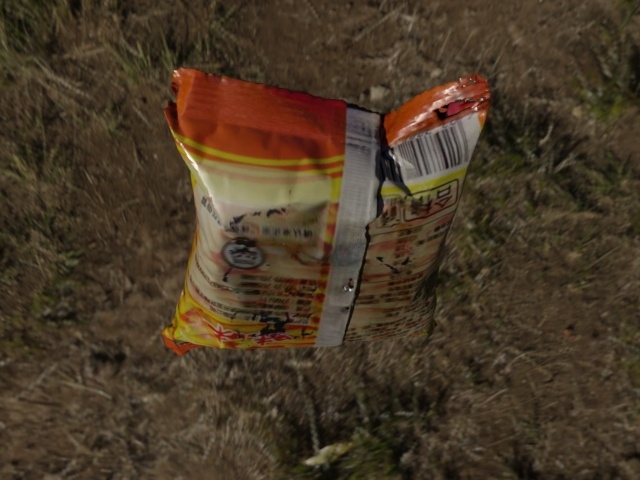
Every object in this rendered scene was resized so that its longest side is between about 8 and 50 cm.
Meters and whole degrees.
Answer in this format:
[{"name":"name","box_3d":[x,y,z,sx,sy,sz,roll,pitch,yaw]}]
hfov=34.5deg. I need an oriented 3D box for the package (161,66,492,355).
[{"name":"package","box_3d":[-0.007,0.001,0.737,0.223,0.288,0.108,-1,46,-6]}]
